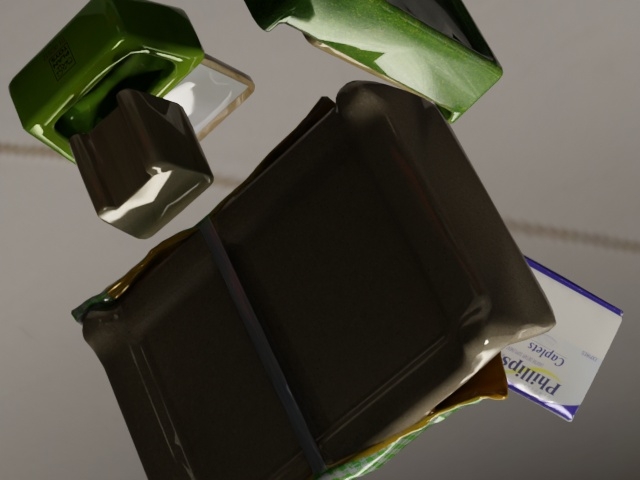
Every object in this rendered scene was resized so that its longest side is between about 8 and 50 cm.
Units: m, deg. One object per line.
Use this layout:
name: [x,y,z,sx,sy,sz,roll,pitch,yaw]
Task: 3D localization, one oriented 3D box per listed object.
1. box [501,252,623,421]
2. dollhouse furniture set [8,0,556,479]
box: [0.090,0.033,1.092,0.126,0.137,0.072,28,92,-16]
dollhouse furniture set: [0.000,0.000,0.889,0.197,0.151,0.301,-40,55,22]
